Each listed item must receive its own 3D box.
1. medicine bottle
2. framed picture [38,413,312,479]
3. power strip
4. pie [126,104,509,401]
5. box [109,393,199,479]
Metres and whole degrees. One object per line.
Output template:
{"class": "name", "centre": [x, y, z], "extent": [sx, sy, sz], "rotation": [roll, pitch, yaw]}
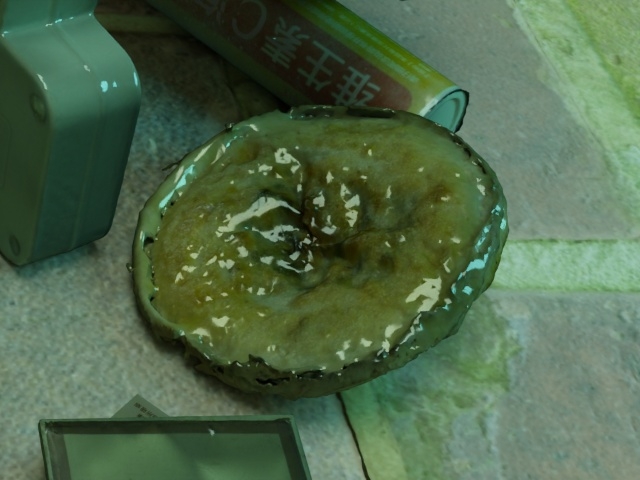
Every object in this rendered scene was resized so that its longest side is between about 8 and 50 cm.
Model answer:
{"class": "medicine bottle", "centre": [-0.071, -0.202, 1.386], "extent": [0.426, 0.108, 0.108], "rotation": [36, 44, 18]}
{"class": "framed picture", "centre": [-0.068, 0.199, 1.001], "extent": [0.173, 0.010, 0.231], "rotation": [2, 49, -22]}
{"class": "power strip", "centre": [-0.229, -0.139, 1.143], "extent": [0.141, 0.261, 0.229], "rotation": [-21, 55, -37]}
{"class": "pie", "centre": [0.000, 0.000, 1.195], "extent": [0.274, 0.055, 0.274], "rotation": [-3, 47, 3]}
{"class": "box", "centre": [-0.121, 0.138, 1.062], "extent": [0.053, 0.024, 0.083], "rotation": [32, 42, 15]}
